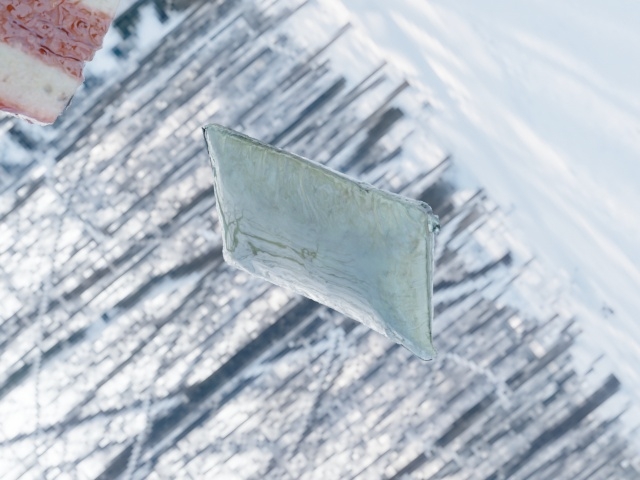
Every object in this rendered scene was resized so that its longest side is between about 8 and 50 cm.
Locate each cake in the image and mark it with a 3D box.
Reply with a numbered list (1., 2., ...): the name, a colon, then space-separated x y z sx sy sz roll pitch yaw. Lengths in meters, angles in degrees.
1. cake: -0.429 -0.356 1.670 0.269 0.319 0.270 21 -166 -32

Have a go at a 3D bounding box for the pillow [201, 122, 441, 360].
1. pillow: 0.000 0.000 1.258 0.302 0.075 0.185 24 134 36
